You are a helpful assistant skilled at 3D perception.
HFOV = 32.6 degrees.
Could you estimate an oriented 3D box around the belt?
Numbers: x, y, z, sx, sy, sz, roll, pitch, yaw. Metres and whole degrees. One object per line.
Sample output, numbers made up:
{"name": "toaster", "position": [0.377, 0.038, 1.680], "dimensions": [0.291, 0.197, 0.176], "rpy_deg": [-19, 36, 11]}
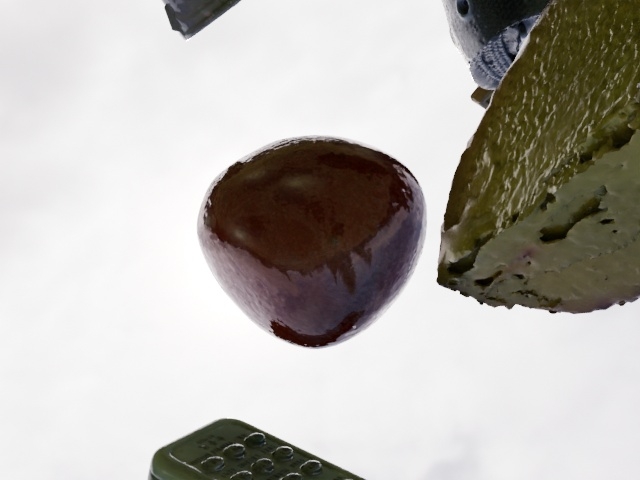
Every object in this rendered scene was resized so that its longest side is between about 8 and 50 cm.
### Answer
{"name": "belt", "position": [0.183, -0.238, 1.095], "dimensions": [0.122, 0.218, 0.129], "rpy_deg": [-23, -99, 11]}

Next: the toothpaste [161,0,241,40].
{"name": "toothpaste", "position": [-0.122, -0.215, 0.576], "dimensions": [0.057, 0.234, 0.089], "rpy_deg": [-36, -166, 7]}

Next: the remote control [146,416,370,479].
{"name": "remote control", "position": [0.021, 0.239, 0.873], "dimensions": [0.335, 0.066, 0.128], "rpy_deg": [21, -164, 25]}

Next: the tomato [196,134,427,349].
{"name": "tomato", "position": [0.000, 0.000, 0.789], "dimensions": [0.167, 0.167, 0.167], "rpy_deg": [-16, -142, 13]}

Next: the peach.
{"name": "peach", "position": [0.122, -0.035, 0.423], "dimensions": [0.127, 0.092, 0.172], "rpy_deg": [-100, -147, -55]}

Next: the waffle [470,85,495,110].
{"name": "waffle", "position": [0.248, -0.184, 1.359], "dimensions": [0.092, 0.135, 0.021], "rpy_deg": [-45, -124, 15]}
